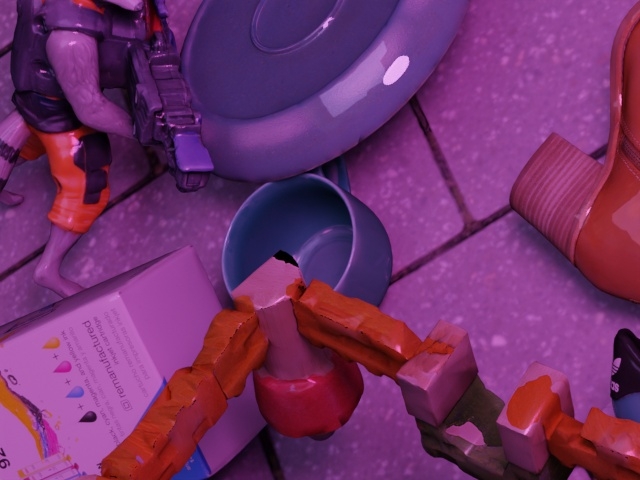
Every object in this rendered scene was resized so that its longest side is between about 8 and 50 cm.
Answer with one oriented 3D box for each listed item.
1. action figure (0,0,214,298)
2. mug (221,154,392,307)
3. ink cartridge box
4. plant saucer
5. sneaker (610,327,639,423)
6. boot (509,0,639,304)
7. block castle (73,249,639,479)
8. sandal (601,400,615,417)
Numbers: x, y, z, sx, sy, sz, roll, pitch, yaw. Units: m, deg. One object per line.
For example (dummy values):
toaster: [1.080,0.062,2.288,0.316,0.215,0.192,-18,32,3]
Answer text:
action figure: [-0.213,-0.112,1.723,0.341,0.178,0.330,-120,43,-55]
mug: [0.003,0.008,1.674,0.129,0.097,0.158,39,94,34]
ink cartridge box: [-0.196,0.138,1.669,0.232,0.168,0.171,-24,96,22]
plant saucer: [-0.009,-0.193,1.718,0.317,0.043,0.318,-24,45,26]
sneaker: [0.352,0.077,1.407,0.302,0.108,0.121,-18,98,11]
boot: [0.305,-0.072,1.528,0.220,0.109,0.283,37,86,28]
block castle: [0.070,0.232,1.370,0.453,0.213,0.303,23,62,29]
sandal: [0.273,0.226,1.470,0.102,0.076,0.265,-18,44,8]
